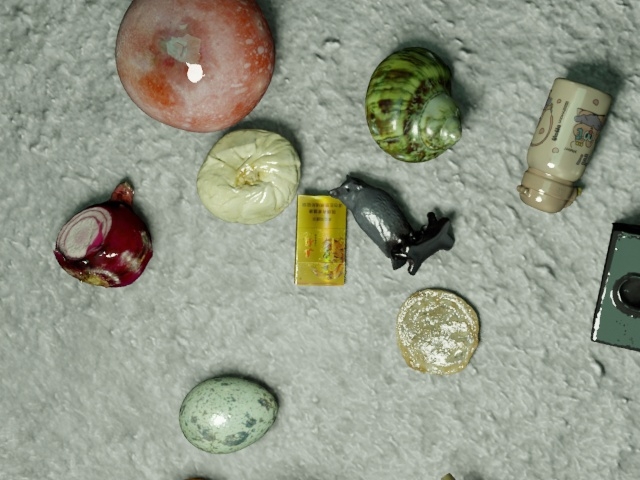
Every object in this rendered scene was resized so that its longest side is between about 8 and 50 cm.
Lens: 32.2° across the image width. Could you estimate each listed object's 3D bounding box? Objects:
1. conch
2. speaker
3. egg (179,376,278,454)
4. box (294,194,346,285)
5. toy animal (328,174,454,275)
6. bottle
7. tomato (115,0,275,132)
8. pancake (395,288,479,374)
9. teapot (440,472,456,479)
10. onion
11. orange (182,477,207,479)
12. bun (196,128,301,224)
[{"bbox_3d":[0.158,-0.221,1.806,0.181,0.124,0.187,30,92,7],"label":"conch"},{"bbox_3d":[0.549,0.079,1.669,0.254,0.232,0.184,13,98,14],"label":"speaker"},{"bbox_3d":[-0.159,0.300,1.912,0.172,0.132,0.132,-8,92,2],"label":"egg"},{"bbox_3d":[0.000,0.000,1.894,0.089,0.022,0.156,3,94,-8],"label":"box"},{"bbox_3d":[0.111,-0.028,1.865,0.210,0.121,0.117,38,147,26],"label":"toy animal"},{"bbox_3d":[0.389,-0.146,1.770,0.110,0.097,0.209,14,100,-26],"label":"bottle"},{"bbox_3d":[-0.211,-0.315,1.839,0.270,0.227,0.270,1,95,12],"label":"tomato"},{"bbox_3d":[0.194,0.156,1.869,0.151,0.025,0.152,1,94,13],"label":"pancake"},{"bbox_3d":[0.226,0.508,1.816,0.175,0.185,0.268,21,118,44],"label":"teapot"},{"bbox_3d":[-0.363,-0.004,1.959,0.173,0.135,0.198,6,55,30],"label":"onion"},{"bbox_3d":[-0.217,0.501,1.918,0.177,0.155,0.177,24,128,36],"label":"orange"},{"bbox_3d":[-0.125,-0.108,1.889,0.188,0.111,0.164,-4,91,17],"label":"bun"}]
